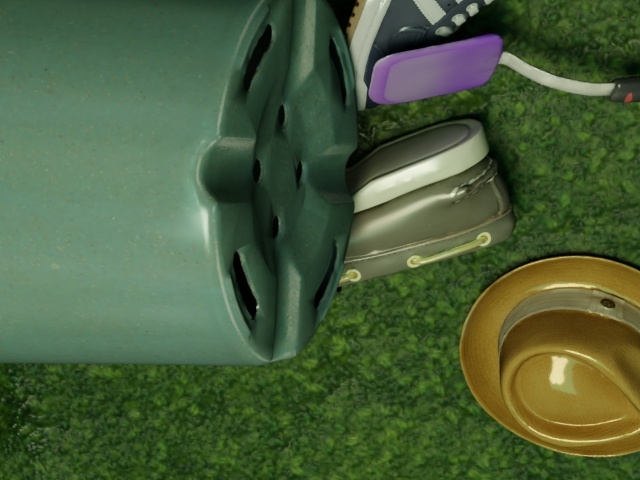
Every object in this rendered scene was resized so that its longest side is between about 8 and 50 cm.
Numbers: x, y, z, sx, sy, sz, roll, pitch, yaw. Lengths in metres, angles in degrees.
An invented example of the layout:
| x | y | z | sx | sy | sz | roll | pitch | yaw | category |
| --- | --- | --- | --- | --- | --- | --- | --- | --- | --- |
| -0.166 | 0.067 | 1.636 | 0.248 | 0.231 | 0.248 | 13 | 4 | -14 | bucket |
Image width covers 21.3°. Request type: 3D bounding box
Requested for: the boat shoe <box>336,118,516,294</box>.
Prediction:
| x | y | z | sx | sy | sz | roll | pitch | yaw | category |
| --- | --- | --- | --- | --- | --- | --- | --- | --- | --- |
| -0.001 | 0.002 | 1.298 | 0.305 | 0.109 | 0.091 | -20 | 109 | 21 | boat shoe |

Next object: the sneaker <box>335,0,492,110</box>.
| x | y | z | sx | sy | sz | roll | pitch | yaw | category |
| --- | --- | --- | --- | --- | --- | --- | --- | --- | --- |
| 0.118 | -0.191 | 1.179 | 0.153 | 0.099 | 0.282 | 23 | 119 | 0 | sneaker |

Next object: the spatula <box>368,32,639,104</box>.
| x | y | z | sx | sy | sz | roll | pitch | yaw | category |
| --- | --- | --- | --- | --- | --- | --- | --- | --- | --- |
| 0.182 | -0.114 | 1.202 | 0.296 | 0.030 | 0.084 | 3 | 159 | -4 | spatula |

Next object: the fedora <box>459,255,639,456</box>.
| x | y | z | sx | sy | sz | roll | pitch | yaw | category |
| --- | --- | --- | --- | --- | --- | --- | --- | --- | --- |
| 0.201 | 0.106 | 1.319 | 0.194 | 0.079 | 0.194 | 5 | 118 | 10 | fedora |

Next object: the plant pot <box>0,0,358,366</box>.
| x | y | z | sx | sy | sz | roll | pitch | yaw | category |
| --- | --- | --- | --- | --- | --- | --- | --- | --- | --- |
| -0.169 | -0.057 | 1.153 | 0.334 | 0.341 | 0.341 | 4 | 117 | 21 | plant pot |
